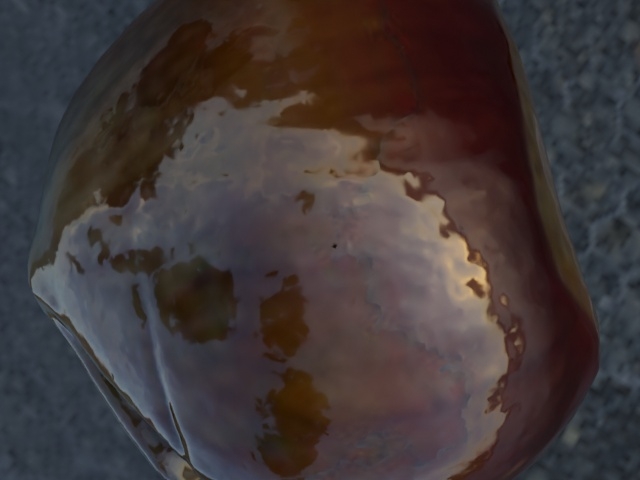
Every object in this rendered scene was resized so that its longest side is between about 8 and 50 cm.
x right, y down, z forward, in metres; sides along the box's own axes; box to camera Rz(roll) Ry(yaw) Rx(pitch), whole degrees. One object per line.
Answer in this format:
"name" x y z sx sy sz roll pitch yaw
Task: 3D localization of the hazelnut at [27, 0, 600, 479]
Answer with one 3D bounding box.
"hazelnut" 0.000 0.000 1.292 0.359 0.409 0.359 -4 145 -3
